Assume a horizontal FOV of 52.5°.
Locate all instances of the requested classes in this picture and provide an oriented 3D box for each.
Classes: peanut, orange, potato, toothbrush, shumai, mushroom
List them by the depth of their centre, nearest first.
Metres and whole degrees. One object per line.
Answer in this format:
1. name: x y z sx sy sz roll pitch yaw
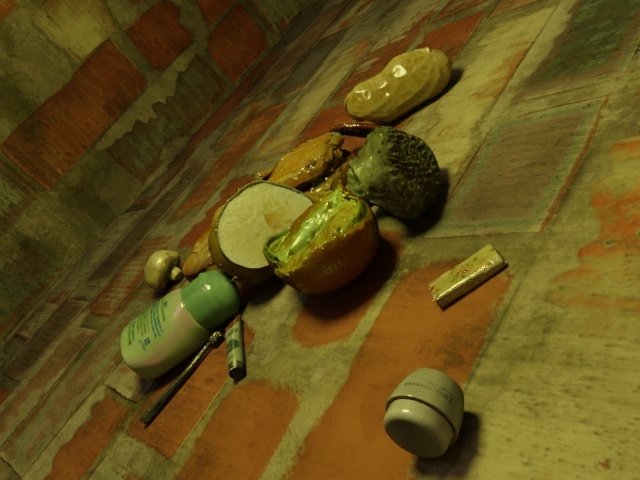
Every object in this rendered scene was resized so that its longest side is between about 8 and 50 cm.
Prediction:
1. orange: 0.005 0.009 1.521 0.262 0.196 0.334 -33 28 -13
2. shumai: 0.144 -0.132 1.525 0.222 0.225 0.260 -35 2 33
3. toothbrush: -0.352 0.351 1.668 0.297 0.030 0.030 -49 37 -16
4. potato: -0.166 -0.017 1.763 0.299 0.246 0.196 -25 -7 -25
5. peanut: 0.239 -0.458 1.965 0.340 0.158 0.174 -35 -12 21
6. mushroom: -0.527 0.101 2.205 0.154 0.122 0.154 23 -90 -82

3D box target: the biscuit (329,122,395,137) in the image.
1. biscuit: 0.118 -0.324 1.918 0.206 0.025 0.126 4 0 18

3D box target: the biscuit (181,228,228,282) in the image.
1. biscuit: -0.301 0.028 2.018 0.296 0.102 0.296 -34 23 17

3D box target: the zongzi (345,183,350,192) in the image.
1. zongzi: 0.114 -0.151 1.762 0.160 0.078 0.176 -32 17 19

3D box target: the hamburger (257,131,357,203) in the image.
1. hamburger: -0.039 -0.192 1.914 0.318 0.158 0.318 -26 24 13

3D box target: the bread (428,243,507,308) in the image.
1. bread: 0.279 0.067 1.242 0.153 0.028 0.068 -35 25 10

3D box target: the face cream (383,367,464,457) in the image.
1. face cream: 0.160 0.264 0.996 0.117 0.117 0.104 -14 28 44

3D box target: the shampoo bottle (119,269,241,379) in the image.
1. shampoo bottle: -0.370 0.215 1.762 0.349 0.151 0.222 -37 31 10

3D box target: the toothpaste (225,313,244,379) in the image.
1. toothpaste: -0.212 0.260 1.607 0.062 0.039 0.239 -44 23 10
